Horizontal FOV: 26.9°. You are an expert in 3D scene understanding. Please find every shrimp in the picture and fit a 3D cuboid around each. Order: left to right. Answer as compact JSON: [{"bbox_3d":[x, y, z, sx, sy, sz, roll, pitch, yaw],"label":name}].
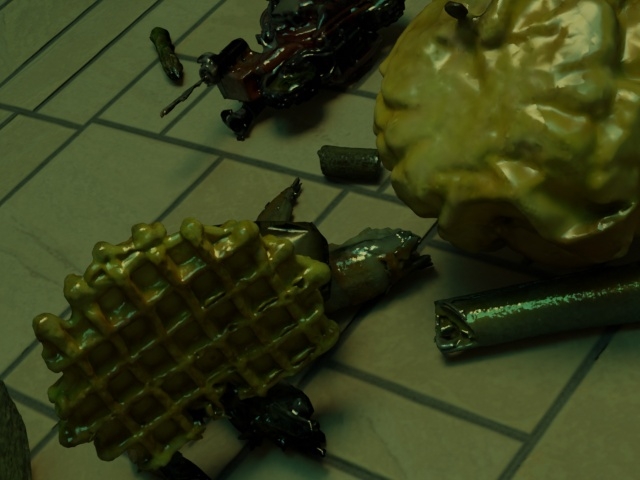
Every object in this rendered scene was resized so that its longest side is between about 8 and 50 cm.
[{"bbox_3d":[-0.118,0.189,1.426,0.178,0.075,0.289,-42,41,-15],"label":"shrimp"},{"bbox_3d":[-0.016,0.020,1.592,0.185,0.068,0.287,-35,29,-20],"label":"shrimp"}]

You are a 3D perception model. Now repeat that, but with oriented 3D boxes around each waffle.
[{"bbox_3d":[-0.135,0.103,1.326,0.309,0.283,0.065,7,20,-21],"label":"waffle"}]

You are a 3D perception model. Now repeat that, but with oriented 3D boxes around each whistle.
[{"bbox_3d":[0.274,0.062,1.383,0.326,0.057,0.068,-12,47,16],"label":"whistle"}]

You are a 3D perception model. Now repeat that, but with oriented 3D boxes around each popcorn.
[{"bbox_3d":[0.244,-0.127,1.414,0.349,0.381,0.349,-8,75,31],"label":"popcorn"}]

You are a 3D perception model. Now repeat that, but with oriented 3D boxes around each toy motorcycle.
[{"bbox_3d":[-0.062,-0.249,1.859,0.207,0.134,0.401,15,51,39],"label":"toy motorcycle"}]

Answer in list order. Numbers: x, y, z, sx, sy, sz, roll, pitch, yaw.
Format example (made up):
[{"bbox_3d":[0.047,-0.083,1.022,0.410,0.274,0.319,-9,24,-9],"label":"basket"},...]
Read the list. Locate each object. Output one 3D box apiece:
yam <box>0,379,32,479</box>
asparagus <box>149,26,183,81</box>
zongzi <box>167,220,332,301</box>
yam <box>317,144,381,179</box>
[{"bbox_3d":[-0.485,0.276,1.407,0.348,0.241,0.241,-17,39,6],"label":"yam"},{"bbox_3d":[-0.235,-0.286,2.069,0.030,0.036,0.165,-33,39,4],"label":"asparagus"},{"bbox_3d":[-0.120,0.055,1.530,0.260,0.123,0.289,-12,-7,-5],"label":"zongzi"},{"bbox_3d":[0.040,-0.099,1.704,0.094,0.043,0.043,6,47,30],"label":"yam"}]
